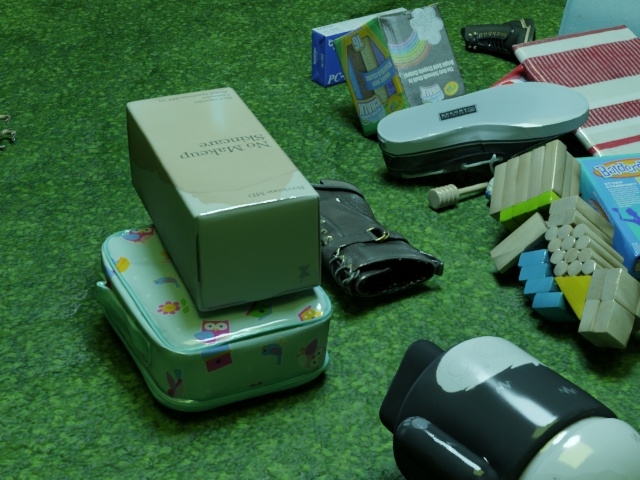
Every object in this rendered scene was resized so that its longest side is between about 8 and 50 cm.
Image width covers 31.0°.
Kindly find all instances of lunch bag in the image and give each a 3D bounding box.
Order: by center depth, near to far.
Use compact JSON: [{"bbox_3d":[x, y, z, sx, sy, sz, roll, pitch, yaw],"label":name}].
[{"bbox_3d":[-0.132,0.075,1.337,0.224,0.108,0.279,-15,34,-23],"label":"lunch bag"}]

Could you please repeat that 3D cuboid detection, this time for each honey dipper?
[{"bbox_3d":[0.228,-0.075,1.684,0.161,0.030,0.030,-13,33,-30],"label":"honey dipper"}]

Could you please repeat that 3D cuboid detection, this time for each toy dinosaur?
[{"bbox_3d":[-0.528,-0.176,1.805,0.093,0.053,0.183,1,31,3],"label":"toy dinosaur"}]

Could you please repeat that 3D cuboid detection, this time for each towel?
[{"bbox_3d":[0.471,-0.206,1.794,0.237,0.037,0.329,-13,54,-24],"label":"towel"}]

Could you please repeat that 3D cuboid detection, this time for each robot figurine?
[{"bbox_3d":[0.178,0.200,1.074,0.209,0.173,0.278,-29,41,-25],"label":"robot figurine"}]

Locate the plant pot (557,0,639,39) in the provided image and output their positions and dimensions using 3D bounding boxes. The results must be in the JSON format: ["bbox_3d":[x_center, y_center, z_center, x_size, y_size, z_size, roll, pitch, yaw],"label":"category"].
[{"bbox_3d":[0.588,-0.426,2.067,0.247,0.252,0.248,23,37,31],"label":"plant pot"}]

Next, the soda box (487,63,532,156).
[{"bbox_3d":[0.331,-0.220,1.865,0.083,0.092,0.263,18,35,28],"label":"soda box"}]

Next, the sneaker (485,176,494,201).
[{"bbox_3d":[0.304,-0.078,1.676,0.135,0.052,0.058,-28,50,-28],"label":"sneaker"}]

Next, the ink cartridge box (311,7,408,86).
[{"bbox_3d":[0.079,-0.348,2.072,0.207,0.097,0.046,-19,36,-31],"label":"ink cartridge box"}]

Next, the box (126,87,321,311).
[{"bbox_3d":[-0.118,-0.058,1.333,0.148,0.121,0.311,-12,32,-19],"label":"box"}]

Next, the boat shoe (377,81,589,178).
[{"bbox_3d":[0.242,-0.148,1.698,0.306,0.105,0.113,-12,41,6],"label":"boat shoe"}]

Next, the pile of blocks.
[{"bbox_3d":[0.316,0.028,1.461,0.113,0.149,0.362,35,26,-31],"label":"pile of blocks"}]

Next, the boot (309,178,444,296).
[{"bbox_3d":[0.000,0.000,1.481,0.263,0.091,0.229,-8,31,-22],"label":"boot"}]

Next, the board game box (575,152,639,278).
[{"bbox_3d":[0.454,-0.040,1.573,0.160,0.047,0.210,-5,42,-11],"label":"board game box"}]

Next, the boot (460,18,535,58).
[{"bbox_3d":[0.330,-0.364,2.145,0.137,0.077,0.198,0,17,7],"label":"boot"}]

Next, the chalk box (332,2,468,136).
[{"bbox_3d":[0.135,-0.248,1.837,0.132,0.213,0.132,-19,3,-34],"label":"chalk box"}]
